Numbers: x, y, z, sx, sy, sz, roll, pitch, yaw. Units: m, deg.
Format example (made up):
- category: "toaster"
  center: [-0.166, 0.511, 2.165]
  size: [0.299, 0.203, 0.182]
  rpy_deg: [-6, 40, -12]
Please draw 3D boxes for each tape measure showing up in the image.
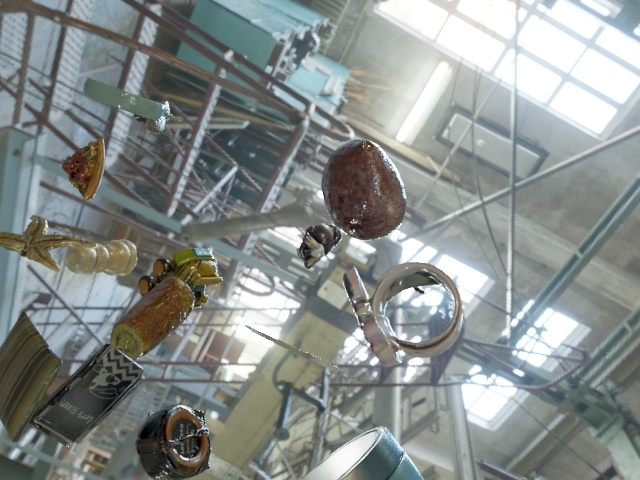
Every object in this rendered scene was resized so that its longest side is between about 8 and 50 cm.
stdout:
- category: "tape measure"
  center: [-0.405, 0.563, 1.429]
  size: [0.135, 0.223, 0.202]
  rpy_deg: [-27, -126, 19]

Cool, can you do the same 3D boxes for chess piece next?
- category: "chess piece"
  center: [-0.798, 0.061, 1.854]
  size: [0.142, 0.143, 0.261]
  rpy_deg: [-62, 161, 8]

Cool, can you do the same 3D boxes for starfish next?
- category: "starfish"
  center: [-0.675, -0.009, 1.226]
  size: [0.138, 0.247, 0.050]
  rpy_deg: [-49, 162, -54]

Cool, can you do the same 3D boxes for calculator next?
- category: "calculator"
  center: [-0.615, 0.416, 1.377]
  size: [0.274, 0.165, 0.028]
  rpy_deg: [-45, -143, -17]

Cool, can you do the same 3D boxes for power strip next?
- category: "power strip"
  center: [-0.430, -0.318, 1.199]
  size: [0.137, 0.216, 0.044]
  rpy_deg: [30, -78, 46]

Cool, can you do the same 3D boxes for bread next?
- category: "bread"
  center: [-0.366, 0.172, 1.135]
  size: [0.172, 0.103, 0.132]
  rpy_deg: [-47, 176, -47]

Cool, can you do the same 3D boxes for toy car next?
- category: "toy car"
  center: [-0.391, 0.135, 1.472]
  size: [0.248, 0.142, 0.200]
  rpy_deg: [-45, 155, 27]

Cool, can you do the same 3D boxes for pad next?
- category: "pad"
  center: [-0.078, 0.286, 1.365]
  size: [0.176, 0.266, 0.002]
  rpy_deg: [90, 25, -72]

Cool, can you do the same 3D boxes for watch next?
- category: "watch"
  center: [0.189, 0.140, 1.144]
  size: [0.231, 0.244, 0.196]
  rpy_deg: [-28, 155, 9]

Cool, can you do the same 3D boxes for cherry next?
- category: "cherry"
  center: [0.105, -0.127, 1.276]
  size: [0.300, 0.203, 0.230]
  rpy_deg: [77, 0, -49]

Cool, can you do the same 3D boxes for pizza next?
- category: "pizza"
  center: [-0.768, -0.227, 1.638]
  size: [0.053, 0.193, 0.201]
  rpy_deg: [9, 85, -61]

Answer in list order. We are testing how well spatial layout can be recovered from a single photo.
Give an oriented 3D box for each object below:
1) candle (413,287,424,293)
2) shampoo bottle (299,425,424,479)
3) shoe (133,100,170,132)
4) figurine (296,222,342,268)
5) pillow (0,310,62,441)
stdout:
- category: "candle"
  center: [0.297, 0.134, 1.666]
  size: [0.167, 0.026, 0.021]
  rpy_deg: [-117, -157, -71]
- category: "shampoo bottle"
  center: [0.098, 0.604, 0.992]
  size: [0.331, 0.342, 0.331]
  rpy_deg: [-35, 168, -9]
- category: "shoe"
  center: [-0.557, -0.403, 1.673]
  size: [0.169, 0.099, 0.071]
  rpy_deg: [-81, 172, -53]
- category: "figurine"
  center: [0.000, 0.000, 1.964]
  size: [0.145, 0.145, 0.222]
  rpy_deg: [-60, 178, 32]
- category: "pillow"
  center: [-0.677, 0.301, 1.159]
  size: [0.208, 0.212, 0.052]
  rpy_deg: [-58, 147, 1]
